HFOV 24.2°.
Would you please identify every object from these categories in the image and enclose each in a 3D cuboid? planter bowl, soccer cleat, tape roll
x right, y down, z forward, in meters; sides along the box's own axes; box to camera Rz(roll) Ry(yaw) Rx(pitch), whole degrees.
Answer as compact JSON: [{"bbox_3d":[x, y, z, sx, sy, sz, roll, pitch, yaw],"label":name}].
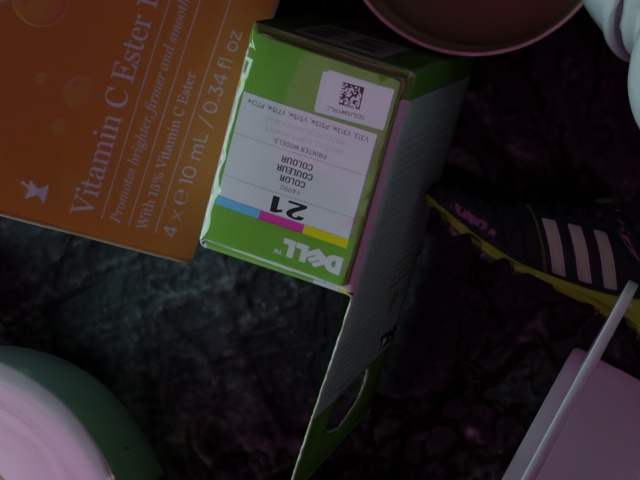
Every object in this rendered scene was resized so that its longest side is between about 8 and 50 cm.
[{"bbox_3d":[0.100,-0.191,0.876,0.162,0.109,0.162,3,100,17],"label":"planter bowl"},{"bbox_3d":[0.149,-0.003,0.913,0.179,0.060,0.072,27,94,-9],"label":"soccer cleat"},{"bbox_3d":[-0.235,0.190,0.980,0.246,0.169,0.246,0,87,3],"label":"tape roll"}]

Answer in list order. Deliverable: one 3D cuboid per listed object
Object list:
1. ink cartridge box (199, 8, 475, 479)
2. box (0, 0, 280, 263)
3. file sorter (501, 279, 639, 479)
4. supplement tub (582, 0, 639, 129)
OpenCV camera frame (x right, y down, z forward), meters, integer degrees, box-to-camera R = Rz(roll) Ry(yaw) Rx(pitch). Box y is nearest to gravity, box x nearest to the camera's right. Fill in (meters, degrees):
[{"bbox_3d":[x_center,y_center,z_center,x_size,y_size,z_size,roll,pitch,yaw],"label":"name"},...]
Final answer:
[{"bbox_3d":[0.000,0.000,0.899,0.097,0.189,0.255,19,105,12],"label":"ink cartridge box"},{"bbox_3d":[-0.213,-0.150,0.876,0.345,0.168,0.215,15,106,-16],"label":"box"},{"bbox_3d":[0.235,0.175,0.824,0.277,0.173,0.193,28,65,11],"label":"file sorter"},{"bbox_3d":[0.304,-0.062,0.732,0.241,0.241,0.331,-42,65,19],"label":"supplement tub"}]
